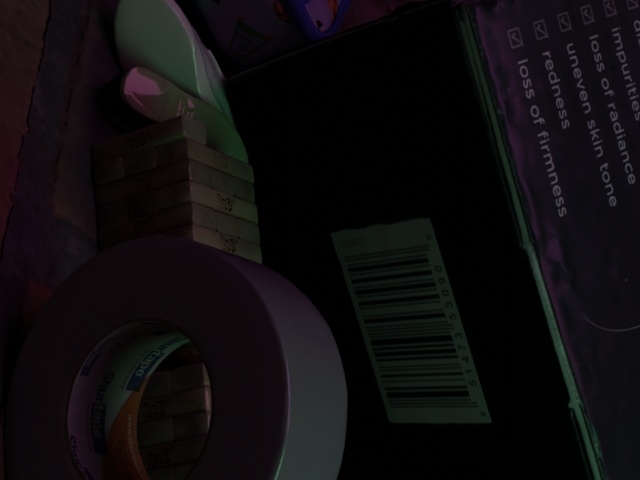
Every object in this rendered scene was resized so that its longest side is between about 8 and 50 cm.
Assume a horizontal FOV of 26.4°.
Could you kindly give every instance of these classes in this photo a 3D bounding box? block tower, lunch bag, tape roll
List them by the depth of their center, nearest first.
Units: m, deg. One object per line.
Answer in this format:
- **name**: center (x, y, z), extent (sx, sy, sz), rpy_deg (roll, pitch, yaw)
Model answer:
- **tape roll**: center (-0.093, 0.110, 0.856), extent (0.072, 0.219, 0.219), rpy_deg (20, 59, -56)
- **block tower**: center (-0.096, 0.085, 0.999), extent (0.097, 0.091, 0.335), rpy_deg (20, 60, -57)
- **lunch bag**: center (-0.043, -0.300, 1.243), extent (0.243, 0.115, 0.303), rpy_deg (61, 26, -21)

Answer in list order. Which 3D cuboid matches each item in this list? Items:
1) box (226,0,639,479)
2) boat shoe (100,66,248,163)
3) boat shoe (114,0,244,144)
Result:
- **box**: center (0.240, 0.005, 1.180), extent (0.472, 0.297, 0.479), rpy_deg (-22, 98, -38)
- **boat shoe**: center (-0.113, -0.090, 1.079), extent (0.133, 0.042, 0.049), rpy_deg (34, 62, -31)
- **boat shoe**: center (-0.108, -0.132, 1.117), extent (0.184, 0.066, 0.063), rpy_deg (59, 22, -25)
